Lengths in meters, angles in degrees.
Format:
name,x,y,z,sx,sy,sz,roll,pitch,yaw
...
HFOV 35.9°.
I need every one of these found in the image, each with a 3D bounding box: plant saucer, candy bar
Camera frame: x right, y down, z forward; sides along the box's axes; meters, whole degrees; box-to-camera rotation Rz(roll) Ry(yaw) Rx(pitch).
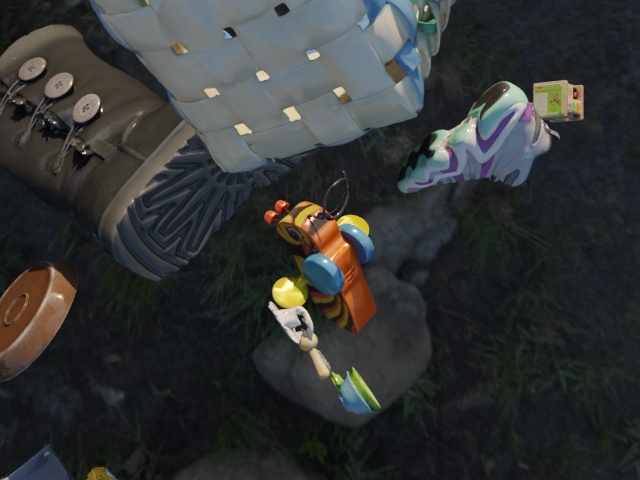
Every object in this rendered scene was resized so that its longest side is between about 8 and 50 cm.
name,x,y,z,sx,sy,sz,roll,pitch,yaw
plant saucer,-0.356,0.089,1.186,0.168,0.168,0.029,-47,123,9
candy bar,-0.181,0.207,0.813,0.018,0.161,0.040,-40,88,-24

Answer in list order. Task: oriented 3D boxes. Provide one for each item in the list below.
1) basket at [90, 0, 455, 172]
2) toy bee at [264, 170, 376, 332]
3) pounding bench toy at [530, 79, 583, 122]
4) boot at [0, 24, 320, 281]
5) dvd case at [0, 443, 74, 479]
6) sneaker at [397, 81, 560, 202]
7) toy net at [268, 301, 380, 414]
name,x,y,z,sx,sy,sz,roll,pitch,yaw
basket,-0.023,-0.203,0.576,0.201,0.288,0.254,-18,139,20
toy bee,0.000,0.000,1.510,0.162,0.195,0.298,25,124,33
pounding bench toy,0.339,-0.203,1.460,0.083,0.065,0.052,0,90,39
boot,-0.216,-0.175,1.214,0.367,0.445,0.146,-42,131,-16
dvd case,-0.342,0.391,1.223,0.164,0.018,0.221,-39,106,-34
sneaker,0.099,-0.043,0.596,0.069,0.038,0.098,40,128,-18
toy net,0.002,0.157,1.427,0.045,0.122,0.232,-35,116,2
